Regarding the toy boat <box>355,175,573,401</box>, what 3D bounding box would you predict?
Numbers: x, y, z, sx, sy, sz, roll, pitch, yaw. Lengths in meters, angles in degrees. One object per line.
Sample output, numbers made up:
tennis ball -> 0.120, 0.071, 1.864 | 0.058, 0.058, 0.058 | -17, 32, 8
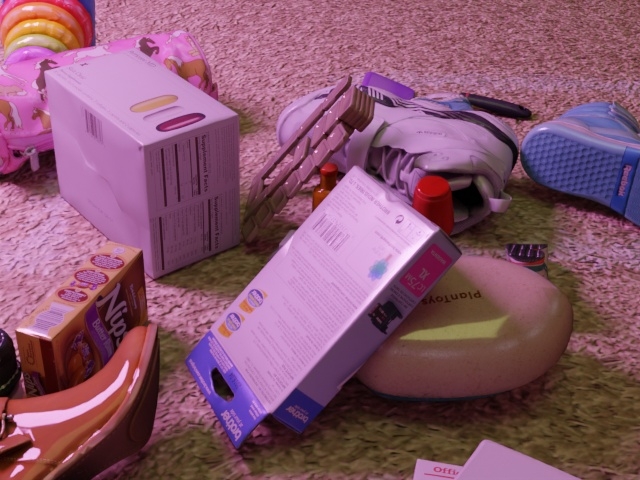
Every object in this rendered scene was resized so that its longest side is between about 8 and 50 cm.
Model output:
toy boat -> 0.155, 0.070, 1.219 | 0.268, 0.148, 0.318 | -4, 42, -1

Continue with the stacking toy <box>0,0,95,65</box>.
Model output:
stacking toy -> -0.473, -0.300, 1.715 | 0.166, 0.175, 0.301 | 2, 48, -10

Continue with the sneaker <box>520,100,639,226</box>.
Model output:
sneaker -> 0.478, -0.119, 1.515 | 0.319, 0.127, 0.208 | 27, 33, 18

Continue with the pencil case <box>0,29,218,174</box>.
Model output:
pencil case -> -0.351, -0.219, 1.572 | 0.386, 0.167, 0.160 | -22, 3, -31

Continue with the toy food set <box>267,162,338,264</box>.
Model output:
toy food set -> 0.000, 0.000, 1.319 | 0.111, 0.104, 0.232 | 15, 36, 18

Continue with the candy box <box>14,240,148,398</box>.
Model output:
candy box -> -0.266, 0.095, 1.160 | 0.053, 0.109, 0.186 | 14, 37, 16

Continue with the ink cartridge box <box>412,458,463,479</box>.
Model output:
ink cartridge box -> 0.133, 0.274, 0.968 | 0.104, 0.061, 0.181 | 8, 34, 8

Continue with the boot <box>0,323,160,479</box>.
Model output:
boot -> -0.288, 0.184, 1.016 | 0.220, 0.109, 0.283 | 11, 56, 6

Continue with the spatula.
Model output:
spatula -> 0.217, -0.244, 1.756 | 0.297, 0.030, 0.084 | 10, 36, 10

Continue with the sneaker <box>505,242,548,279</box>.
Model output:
sneaker -> 0.267, 0.046, 1.320 | 0.057, 0.075, 0.161 | 1, 6, 12

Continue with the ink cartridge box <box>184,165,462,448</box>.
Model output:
ink cartridge box -> -0.006, 0.077, 1.128 | 0.311, 0.065, 0.186 | -47, 37, 1

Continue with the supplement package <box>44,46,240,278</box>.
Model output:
supplement package -> -0.241, -0.113, 1.381 | 0.145, 0.204, 0.262 | -23, 42, -33

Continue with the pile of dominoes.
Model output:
pile of dominoes -> -0.020, -0.102, 1.394 | 0.040, 0.251, 0.196 | 34, 33, -18

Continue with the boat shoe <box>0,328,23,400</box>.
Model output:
boat shoe -> -0.472, 0.159, 1.068 | 0.303, 0.091, 0.114 | -15, 38, -24

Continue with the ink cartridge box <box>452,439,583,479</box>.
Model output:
ink cartridge box -> 0.144, 0.328, 0.706 | 0.197, 0.270, 0.198 | 21, 38, 27

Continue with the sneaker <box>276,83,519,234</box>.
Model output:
sneaker -> 0.107, -0.117, 1.467 | 0.366, 0.137, 0.210 | 9, 32, 3

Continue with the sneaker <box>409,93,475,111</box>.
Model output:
sneaker -> 0.193, -0.197, 1.658 | 0.162, 0.063, 0.073 | -16, 42, -24
